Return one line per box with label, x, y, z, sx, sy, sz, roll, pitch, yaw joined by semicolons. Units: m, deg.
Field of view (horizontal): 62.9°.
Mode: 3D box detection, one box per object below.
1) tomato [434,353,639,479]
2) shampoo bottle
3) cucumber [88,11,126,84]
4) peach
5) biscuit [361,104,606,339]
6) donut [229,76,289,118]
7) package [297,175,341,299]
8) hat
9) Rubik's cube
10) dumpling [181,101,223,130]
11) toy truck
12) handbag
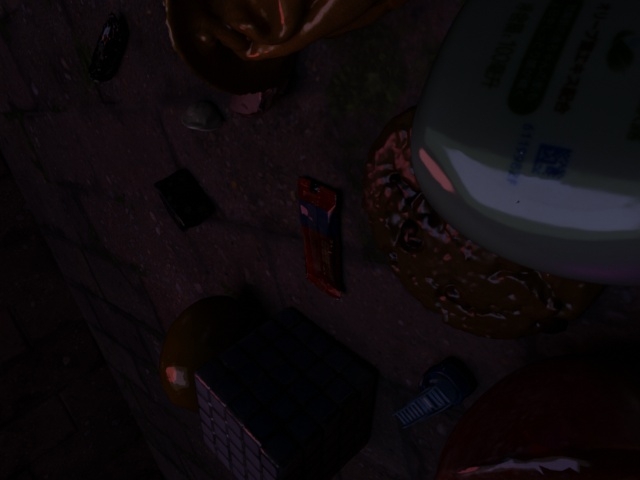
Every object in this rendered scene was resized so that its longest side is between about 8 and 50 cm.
tomato;0.271;0.203;0.528;0.309;0.170;0.309;6;134;6
shampoo bottle;0.247;-0.060;0.332;0.349;0.222;0.151;21;166;28
cucumber;-0.414;-0.369;1.018;0.053;0.053;0.181;58;144;0
peach;-0.216;0.234;1.077;0.153;0.251;0.251;-1;118;24
biscuit;0.159;-0.014;0.572;0.296;0.075;0.296;31;138;33
donut;-0.086;-0.246;0.699;0.117;0.065;0.166;21;132;43
package;0.000;0.000;0.821;0.083;0.022;0.200;26;134;36
hat;0.019;-0.252;0.468;0.233;0.244;0.233;9;132;31
Rubik's cube;-0.064;0.308;0.953;0.237;0.237;0.238;35;139;32
dumpling;-0.203;-0.205;0.878;0.077;0.059;0.043;51;154;6
toy truck;0.159;0.226;0.757;0.063;0.074;0.136;48;145;13
handbag;-0.285;-0.068;1.089;0.115;0.072;0.139;52;158;5
